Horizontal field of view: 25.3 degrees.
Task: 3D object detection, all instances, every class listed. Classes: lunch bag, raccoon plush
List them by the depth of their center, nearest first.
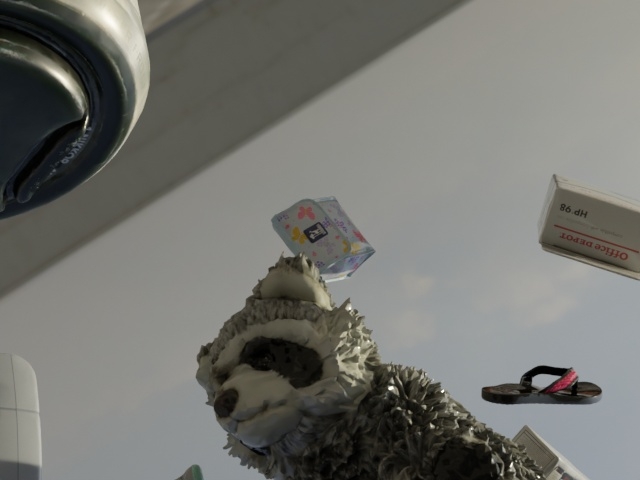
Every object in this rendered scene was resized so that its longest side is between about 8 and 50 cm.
[{"bbox_3d":[0.000,0.000,1.297,0.053,0.071,0.083,-46,159,30],"label":"lunch bag"},{"bbox_3d":[0.069,0.197,1.298,0.216,0.299,0.446,-42,146,8],"label":"raccoon plush"}]

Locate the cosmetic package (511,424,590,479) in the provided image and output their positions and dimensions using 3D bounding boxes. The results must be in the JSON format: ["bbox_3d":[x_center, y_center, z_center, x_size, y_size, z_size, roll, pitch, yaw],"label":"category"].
[{"bbox_3d":[0.246,0.284,1.468,0.099,0.239,0.060,-47,-134,3],"label":"cosmetic package"}]

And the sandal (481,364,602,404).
[{"bbox_3d":[0.257,0.163,1.617,0.179,0.040,0.067,4,-179,-40],"label":"sandal"}]

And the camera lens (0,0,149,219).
[{"bbox_3d":[-0.222,-0.162,0.818,0.220,0.274,0.219,-10,147,-7],"label":"camera lens"}]

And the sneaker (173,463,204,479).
[{"bbox_3d":[-0.144,0.235,1.260,0.038,0.069,0.098,-109,-148,-49],"label":"sneaker"}]

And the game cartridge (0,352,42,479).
[{"bbox_3d":[-0.324,0.265,1.347,0.060,0.294,0.196,10,156,-29],"label":"game cartridge"}]

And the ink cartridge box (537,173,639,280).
[{"bbox_3d":[0.271,-0.016,1.401,0.180,0.104,0.060,-48,155,-79],"label":"ink cartridge box"}]
